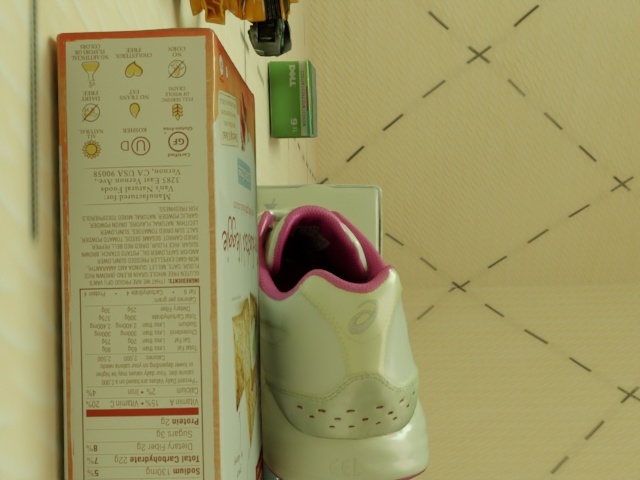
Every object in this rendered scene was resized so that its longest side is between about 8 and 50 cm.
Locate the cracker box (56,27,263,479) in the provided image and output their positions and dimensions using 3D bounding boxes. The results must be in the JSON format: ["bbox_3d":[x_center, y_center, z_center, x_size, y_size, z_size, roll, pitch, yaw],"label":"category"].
[{"bbox_3d":[-0.065,0.034,0.440,0.156,0.067,0.232,8,82,-88],"label":"cracker box"}]

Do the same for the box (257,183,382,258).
[{"bbox_3d":[0.000,0.000,1.175,0.232,0.149,0.126,-5,95,-87],"label":"box"}]

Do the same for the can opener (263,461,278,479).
[{"bbox_3d":[-0.065,0.219,0.591,0.093,0.074,0.280,-38,-138,48],"label":"can opener"}]

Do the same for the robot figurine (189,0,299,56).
[{"bbox_3d":[-0.055,-0.262,0.691,0.291,0.085,0.211,-90,177,-49],"label":"robot figurine"}]

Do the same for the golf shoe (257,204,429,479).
[{"bbox_3d":[-0.010,0.027,0.610,0.306,0.115,0.140,-132,-141,-61],"label":"golf shoe"}]

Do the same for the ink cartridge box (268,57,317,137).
[{"bbox_3d":[-0.040,-0.203,1.392,0.209,0.062,0.108,-71,160,-83],"label":"ink cartridge box"}]
